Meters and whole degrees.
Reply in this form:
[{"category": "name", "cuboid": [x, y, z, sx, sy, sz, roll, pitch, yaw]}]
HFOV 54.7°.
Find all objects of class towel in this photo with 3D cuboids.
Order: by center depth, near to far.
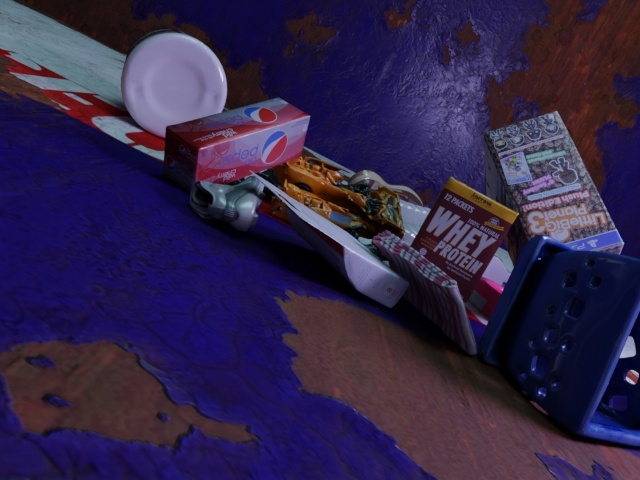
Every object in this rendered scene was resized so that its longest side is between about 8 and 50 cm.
[{"category": "towel", "cuboid": [0.155, 0.077, 0.928, 0.197, 0.029, 0.144, 43, -17, 54]}]

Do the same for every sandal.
[{"category": "sandal", "cuboid": [0.249, -0.016, 1.582, 0.416, 0.102, 0.169, 11, 32, -25]}]

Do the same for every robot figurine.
[{"category": "robot figurine", "cuboid": [0.045, -0.068, 1.206, 0.291, 0.085, 0.211, 19, 42, -19]}]

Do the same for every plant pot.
[{"category": "plant pot", "cuboid": [0.383, 0.132, 0.884, 0.236, 0.236, 0.212, 19, 7, -38]}]

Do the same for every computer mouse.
[{"category": "computer mouse", "cuboid": [-0.093, -0.121, 1.316, 0.262, 0.060, 0.184, 12, 27, -23]}]

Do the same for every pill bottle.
[{"category": "pill bottle", "cuboid": [-0.354, -0.382, 1.470, 0.224, 0.224, 0.392, 23, 12, -22]}]

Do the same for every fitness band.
[{"category": "fitness band", "cuboid": [0.427, 0.161, 1.298, 0.209, 0.054, 0.291, 23, 13, -24]}]

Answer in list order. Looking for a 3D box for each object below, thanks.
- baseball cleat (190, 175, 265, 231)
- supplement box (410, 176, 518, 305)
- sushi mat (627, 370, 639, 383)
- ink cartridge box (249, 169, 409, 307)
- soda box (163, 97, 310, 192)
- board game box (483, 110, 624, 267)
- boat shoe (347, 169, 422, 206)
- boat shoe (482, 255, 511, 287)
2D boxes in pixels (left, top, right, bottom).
[{"category": "baseball cleat", "cuboid": [-0.140, -0.071, 0.949, 0.109, 0.072, 0.206, 19, 9, -11]}, {"category": "supplement box", "cuboid": [0.238, 0.009, 1.115, 0.129, 0.191, 0.194, 30, 2, 8]}, {"category": "sushi mat", "cuboid": [0.567, 0.213, 1.292, 0.316, 0.019, 0.151, 37, 8, -23]}, {"category": "ink cartridge box", "cuboid": [0.000, 0.000, 0.920, 0.232, 0.066, 0.189, 26, 10, -38]}, {"category": "soda box", "cuboid": [-0.138, -0.168, 1.062, 0.083, 0.092, 0.263, 35, 41, 25]}, {"category": "board game box", "cuboid": [0.420, -0.046, 1.159, 0.232, 0.141, 0.291, 60, 15, -60]}, {"category": "boat shoe", "cuboid": [0.225, -0.114, 2.003, 0.342, 0.123, 0.123, 24, 40, -46]}, {"category": "boat shoe", "cuboid": [0.417, 0.083, 1.537, 0.267, 0.096, 0.088, 19, 10, -44]}]
